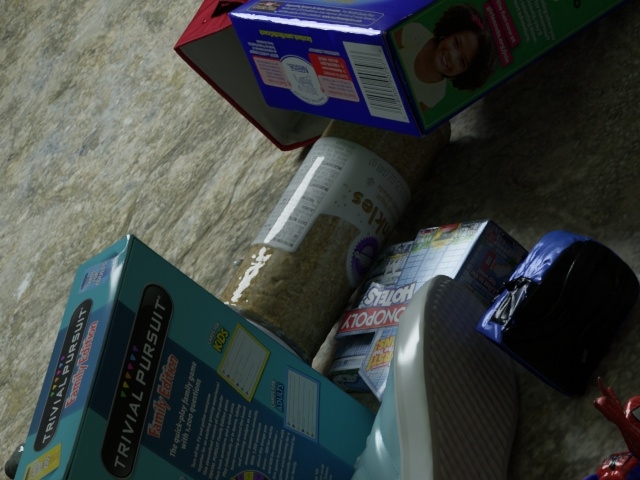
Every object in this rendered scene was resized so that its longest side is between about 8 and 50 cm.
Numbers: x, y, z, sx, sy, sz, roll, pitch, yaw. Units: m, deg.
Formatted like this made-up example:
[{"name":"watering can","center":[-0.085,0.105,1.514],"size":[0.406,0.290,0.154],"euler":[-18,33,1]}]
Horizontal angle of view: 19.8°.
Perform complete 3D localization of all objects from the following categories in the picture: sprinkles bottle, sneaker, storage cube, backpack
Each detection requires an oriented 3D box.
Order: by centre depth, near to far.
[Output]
[{"name":"sneaker","center":[0.070,0.188,1.528],"size":[0.150,0.135,0.366],"euler":[-29,35,32]},{"name":"backpack","center":[0.197,0.051,1.536],"size":[0.120,0.098,0.101],"euler":[-54,24,-2]},{"name":"sprinkles bottle","center":[0.000,0.000,1.841],"size":[0.121,0.121,0.355],"euler":[-2,51,56]},{"name":"storage cube","center":[-0.013,-0.247,2.087],"size":[0.183,0.215,0.193],"euler":[-14,40,51]}]

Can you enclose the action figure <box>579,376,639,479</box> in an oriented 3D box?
[{"name":"action figure","center":[0.187,0.216,1.324],"size":[0.091,0.139,0.280],"euler":[-17,41,46]}]

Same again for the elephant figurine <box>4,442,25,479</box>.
[{"name":"elephant figurine","center":[-0.191,0.244,1.839],"size":[0.239,0.169,0.186],"euler":[-39,15,11]}]

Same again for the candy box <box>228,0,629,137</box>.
[{"name":"candy box","center":[0.116,-0.240,1.813],"size":[0.317,0.122,0.268],"euler":[-35,28,-24]}]

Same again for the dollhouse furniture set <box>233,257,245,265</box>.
[{"name":"dollhouse furniture set","center":[-0.032,0.027,1.925],"size":[0.114,0.081,0.091],"euler":[-2,55,56]}]

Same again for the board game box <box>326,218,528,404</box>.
[{"name":"board game box","center":[0.079,0.085,1.715],"size":[0.194,0.060,0.194],"euler":[-10,48,52]}]

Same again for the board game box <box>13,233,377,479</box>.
[{"name":"board game box","center":[-0.084,0.192,1.537],"size":[0.079,0.336,0.254],"euler":[-30,35,36]}]
